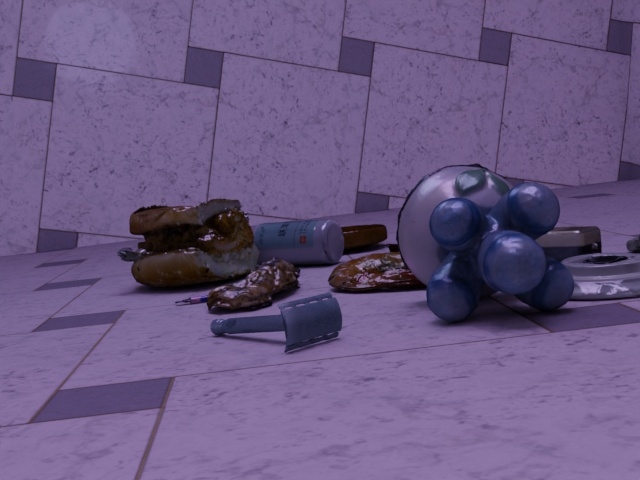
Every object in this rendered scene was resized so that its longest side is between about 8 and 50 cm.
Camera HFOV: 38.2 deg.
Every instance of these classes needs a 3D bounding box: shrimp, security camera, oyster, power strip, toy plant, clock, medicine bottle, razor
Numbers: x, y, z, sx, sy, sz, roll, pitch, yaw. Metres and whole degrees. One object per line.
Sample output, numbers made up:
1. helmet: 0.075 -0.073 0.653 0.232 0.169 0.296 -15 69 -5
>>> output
1. shrimp: 0.137 0.065 1.753 0.294 0.062 0.154 -4 17 44
2. security camera: 0.655 0.004 1.878 0.058 0.058 0.092 -6 -3 -7
3. oyster: -0.119 0.081 1.800 0.128 0.079 0.345 -13 5 22
4. power strip: 0.456 0.007 1.926 0.256 0.070 0.105 0 8 40
5. toy plant: 0.254 0.014 1.405 0.247 0.247 0.332 -6 12 -3
6. clock: 0.462 0.053 1.516 0.236 0.053 0.236 -6 4 0
7. medicine bottle: -0.117 0.010 2.296 0.351 0.110 0.110 -3 6 30
8. razor: -0.083 0.125 1.369 0.106 0.068 0.232 -9 0 -43

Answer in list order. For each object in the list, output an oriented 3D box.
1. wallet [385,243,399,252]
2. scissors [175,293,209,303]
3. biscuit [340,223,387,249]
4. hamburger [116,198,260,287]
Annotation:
1. wallet: 0.268 0.025 2.154 0.121 0.031 0.232 -4 5 -36
2. scissors: -0.231 0.114 1.825 0.113 0.012 0.039 -8 5 -19
3. biscuit: 0.000 0.001 2.543 0.367 0.063 0.314 -6 3 0
4. hamburger: -0.310 0.003 2.147 0.276 0.195 0.318 -6 2 26
